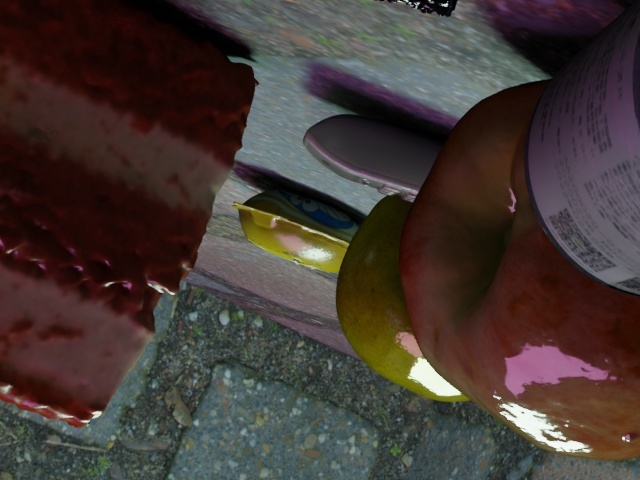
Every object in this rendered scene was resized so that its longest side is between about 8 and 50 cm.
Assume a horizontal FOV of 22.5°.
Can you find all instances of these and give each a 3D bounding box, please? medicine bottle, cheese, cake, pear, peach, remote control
[{"bbox_3d":[0.184,-0.053,0.689,0.141,0.141,0.293,22,173,-2],"label":"medicine bottle"},{"bbox_3d":[0.000,0.000,1.857,0.177,0.069,0.270,17,174,38],"label":"cheese"},{"bbox_3d":[-0.255,-0.049,1.260,0.270,0.319,0.269,26,173,-34],"label":"cake"},{"bbox_3d":[0.106,0.044,1.421,0.198,0.198,0.198,21,172,3],"label":"pear"},{"bbox_3d":[0.181,0.022,0.961,0.257,0.232,0.232,16,177,-36],"label":"peach"},{"bbox_3d":[0.137,-0.040,1.280,0.313,0.055,0.109,17,179,-2],"label":"remote control"}]

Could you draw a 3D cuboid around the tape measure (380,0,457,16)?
[{"bbox_3d":[0.037,-0.145,0.785,0.094,0.054,0.091,16,172,-11],"label":"tape measure"}]
